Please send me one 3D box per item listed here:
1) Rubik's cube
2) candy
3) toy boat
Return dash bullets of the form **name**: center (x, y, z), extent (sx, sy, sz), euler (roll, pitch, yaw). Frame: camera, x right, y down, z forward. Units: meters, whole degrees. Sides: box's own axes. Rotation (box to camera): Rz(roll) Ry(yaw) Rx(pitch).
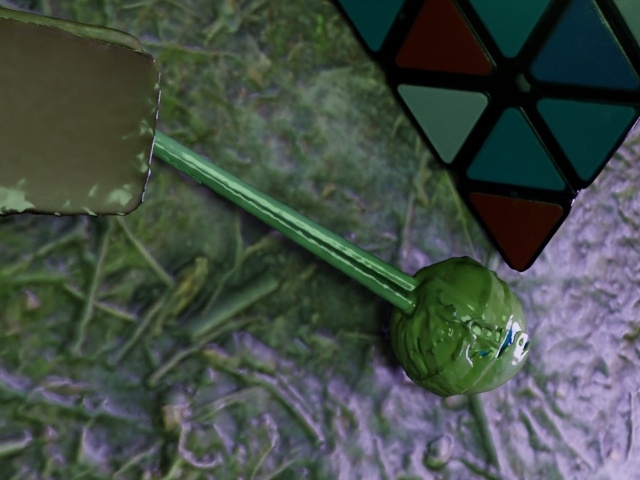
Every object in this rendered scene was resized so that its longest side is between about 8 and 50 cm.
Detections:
- **Rubik's cube**: center (0.184, -0.108, 0.819), extent (0.284, 0.234, 0.250), euler (-3, 87, -34)
- **candy**: center (0.000, 0.000, 0.791), extent (0.336, 0.092, 0.093), euler (33, 105, -18)
- **toy boat**: center (-0.180, -0.070, 0.662), extent (0.188, 0.061, 0.116), euler (3, 102, -33)
